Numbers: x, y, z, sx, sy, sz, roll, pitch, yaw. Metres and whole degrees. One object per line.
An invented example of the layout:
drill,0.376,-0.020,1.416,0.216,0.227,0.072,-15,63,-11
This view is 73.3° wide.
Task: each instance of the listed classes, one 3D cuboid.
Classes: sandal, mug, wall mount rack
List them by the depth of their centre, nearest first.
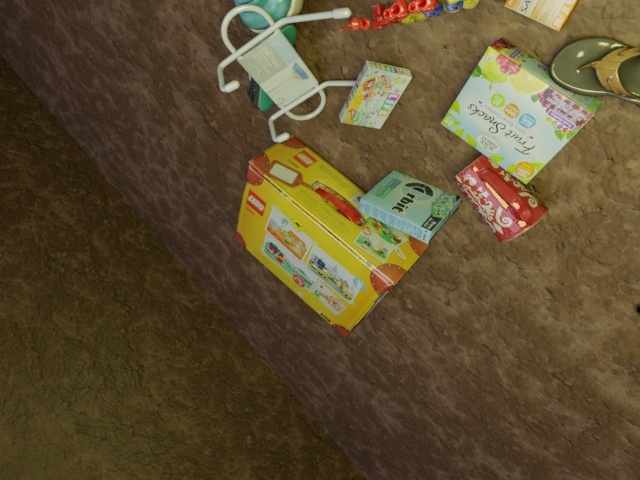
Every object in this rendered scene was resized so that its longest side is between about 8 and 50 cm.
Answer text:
sandal,0.465,-0.247,0.651,0.219,0.060,0.089,34,110,18
mug,0.369,-0.099,0.872,0.169,0.113,0.150,51,163,4
wall mount rack,-0.040,-0.369,0.947,0.304,0.130,0.350,-27,149,18

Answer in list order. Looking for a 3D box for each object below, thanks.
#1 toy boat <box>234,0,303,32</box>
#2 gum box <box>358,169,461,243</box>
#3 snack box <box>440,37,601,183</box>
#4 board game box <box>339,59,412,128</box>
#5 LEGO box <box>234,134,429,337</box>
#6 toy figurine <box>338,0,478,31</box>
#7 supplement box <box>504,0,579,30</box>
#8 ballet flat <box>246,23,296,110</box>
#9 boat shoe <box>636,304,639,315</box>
toy boat,-0.085,-0.580,0.846,0.319,0.148,0.267,-3,105,41
gum box,0.211,-0.086,1.013,0.185,0.157,0.041,29,140,26
snack box,0.358,-0.234,0.795,0.207,0.070,0.174,41,143,11
board game box,0.118,-0.316,0.949,0.154,0.104,0.026,123,144,-54
LEGO box,0.000,0.000,1.280,0.500,0.193,0.372,41,144,11
toy figurine,0.185,-0.462,0.641,0.363,0.191,0.217,13,122,46
supplement box,0.356,-0.387,0.683,0.098,0.036,0.062,36,142,17
ballet flat,-0.144,-0.457,1.098,0.096,0.095,0.280,53,146,13
boat shoe,0.672,0.124,0.818,0.042,0.049,0.133,38,148,2
